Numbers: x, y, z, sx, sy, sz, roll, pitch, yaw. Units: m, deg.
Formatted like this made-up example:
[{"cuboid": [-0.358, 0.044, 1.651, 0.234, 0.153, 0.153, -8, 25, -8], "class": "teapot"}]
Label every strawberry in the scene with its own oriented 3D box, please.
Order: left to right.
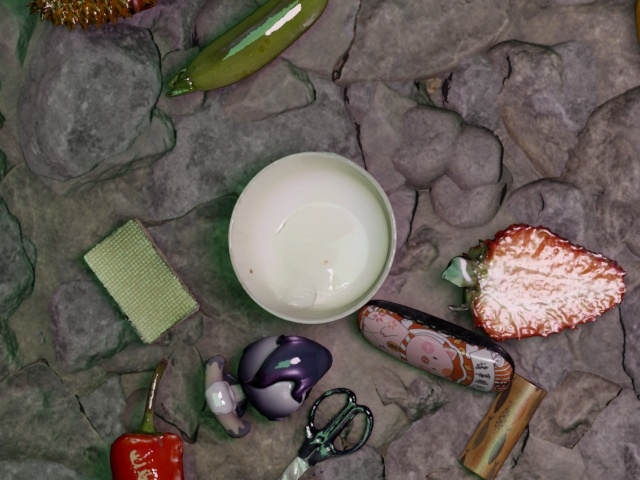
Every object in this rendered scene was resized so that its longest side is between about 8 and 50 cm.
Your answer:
[{"cuboid": [0.332, 0.067, 1.907, 0.286, 0.106, 0.188, 4, 91, 0], "class": "strawberry"}]

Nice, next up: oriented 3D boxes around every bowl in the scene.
[{"cuboid": [0.000, 0.000, 1.960, 0.277, 0.145, 0.277, -1, 84, 13], "class": "bowl"}]

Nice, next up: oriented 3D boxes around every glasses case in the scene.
[{"cuboid": [0.182, 0.169, 1.922, 0.267, 0.103, 0.067, 21, 60, 18], "class": "glasses case"}, {"cuboid": [0.292, 0.298, 1.925, 0.065, 0.041, 0.169, 32, 94, 14], "class": "glasses case"}]

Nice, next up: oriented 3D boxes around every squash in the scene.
[{"cuboid": [-0.120, -0.333, 2.043, 0.341, 0.094, 0.094, -35, 79, 5], "class": "squash"}]

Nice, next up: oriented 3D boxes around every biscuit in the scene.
[{"cuboid": [-0.309, 0.072, 2.077, 0.121, 0.040, 0.199, -37, 80, 5], "class": "biscuit"}]

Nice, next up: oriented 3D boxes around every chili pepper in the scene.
[{"cuboid": [-0.290, 0.381, 2.001, 0.131, 0.134, 0.338, -20, 83, 24], "class": "chili pepper"}]

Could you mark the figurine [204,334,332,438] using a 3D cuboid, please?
[{"cuboid": [-0.088, 0.222, 1.965, 0.222, 0.145, 0.145, -25, 81, 13], "class": "figurine"}]

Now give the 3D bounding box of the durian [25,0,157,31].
[{"cuboid": [-0.377, -0.537, 2.005, 0.348, 0.347, 0.384, 23, 100, 13], "class": "durian"}]

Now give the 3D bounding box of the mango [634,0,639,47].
[{"cuboid": [0.578, -0.345, 1.869, 0.156, 0.151, 0.248, 5, 79, -18], "class": "mango"}]

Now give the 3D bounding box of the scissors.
[{"cuboid": [-0.034, 0.374, 2.001, 0.109, 0.022, 0.300, 44, 96, 16], "class": "scissors"}]
